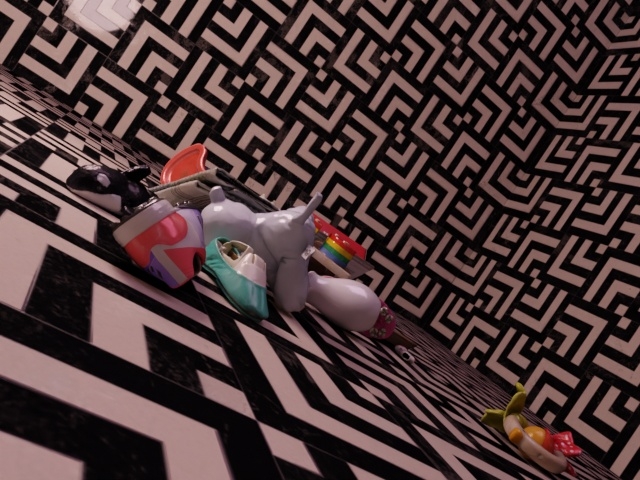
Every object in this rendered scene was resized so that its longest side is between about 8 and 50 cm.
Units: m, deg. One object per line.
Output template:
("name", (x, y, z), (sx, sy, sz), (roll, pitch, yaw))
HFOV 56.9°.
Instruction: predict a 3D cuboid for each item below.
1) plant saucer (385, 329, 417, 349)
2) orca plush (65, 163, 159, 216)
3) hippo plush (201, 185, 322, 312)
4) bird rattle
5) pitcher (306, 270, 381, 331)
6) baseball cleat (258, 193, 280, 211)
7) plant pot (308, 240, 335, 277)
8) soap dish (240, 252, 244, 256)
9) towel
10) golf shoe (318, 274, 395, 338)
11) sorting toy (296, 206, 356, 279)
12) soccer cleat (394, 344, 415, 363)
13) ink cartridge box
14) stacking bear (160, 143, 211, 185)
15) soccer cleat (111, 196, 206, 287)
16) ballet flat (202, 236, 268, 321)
("plant saucer", (0.182, 0.274, 1.897), (0.278, 0.041, 0.278), (32, -3, 2))
("orca plush", (-0.340, -0.089, 1.133), (0.287, 0.102, 0.151), (33, 1, -42))
("hippo plush", (-0.136, 0.020, 1.215), (0.237, 0.234, 0.294), (7, -4, -4))
("bird rattle", (0.509, 0.484, 1.409), (0.253, 0.143, 0.207), (46, 14, 6))
("pitcher", (0.042, 0.145, 1.525), (0.207, 0.125, 0.178), (24, 11, -8))
("baseball cleat", (-0.163, -0.054, 1.891), (0.072, 0.109, 0.206), (22, -19, 37))
("plant pot", (-0.055, 0.061, 1.955), (0.165, 0.166, 0.167), (23, 8, -45))
("soap dish", (-0.210, -0.020, 1.749), (0.291, 0.118, 0.229), (33, 1, 19))
("towel", (-0.232, -0.055, 1.430), (0.324, 0.056, 0.312), (-9, -35, 46))
("golf shoe", (0.085, 0.181, 1.711), (0.306, 0.115, 0.140), (34, -3, -22))
("sorting toy", (0.000, 0.000, 1.739), (0.255, 0.089, 0.257), (38, 2, -1))
("soccer cleat", (0.246, 0.334, 1.747), (0.036, 0.029, 0.083), (38, 2, -43))
("ink cartridge box", (0.019, 0.032, 2.262), (0.309, 0.130, 0.272), (34, -41, -29))
("stacking bear", (-0.367, -0.145, 1.894), (0.289, 0.164, 0.175), (54, 20, -58))
("soccer cleat", (-0.220, 0.008, 0.893), (0.116, 0.109, 0.318), (56, -3, -3))
("ballet flat", (-0.144, 0.051, 1.035), (0.083, 0.087, 0.247), (33, 1, -36))
